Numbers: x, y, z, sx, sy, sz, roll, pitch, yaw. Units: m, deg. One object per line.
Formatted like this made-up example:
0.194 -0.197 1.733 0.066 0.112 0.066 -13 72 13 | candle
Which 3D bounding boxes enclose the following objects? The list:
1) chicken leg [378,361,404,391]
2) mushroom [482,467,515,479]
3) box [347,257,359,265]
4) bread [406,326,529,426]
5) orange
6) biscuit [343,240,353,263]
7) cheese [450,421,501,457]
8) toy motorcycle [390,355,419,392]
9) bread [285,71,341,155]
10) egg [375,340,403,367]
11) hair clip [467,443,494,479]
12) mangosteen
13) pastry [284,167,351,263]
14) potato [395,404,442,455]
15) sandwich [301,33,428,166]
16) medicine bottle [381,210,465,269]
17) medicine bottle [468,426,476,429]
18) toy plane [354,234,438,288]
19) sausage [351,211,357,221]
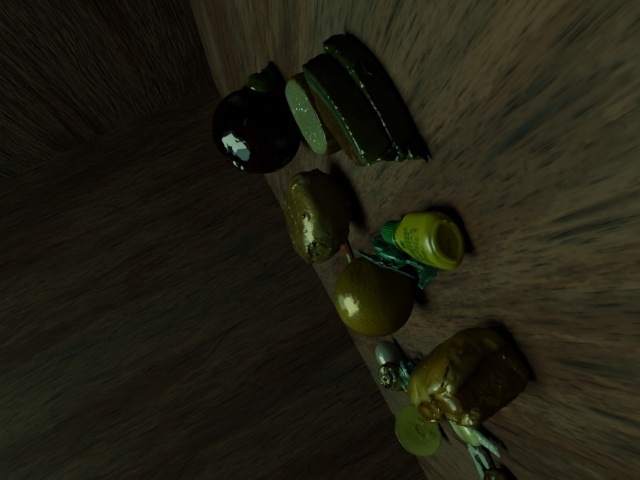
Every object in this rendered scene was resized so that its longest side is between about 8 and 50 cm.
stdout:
0.321 0.554 1.826 0.251 0.087 0.107 39 -145 -29 | chicken leg
0.508 0.702 1.324 0.170 0.080 0.135 146 106 -79 | mushroom
0.158 0.152 1.665 0.146 0.088 0.200 52 168 47 | box
0.282 0.287 0.983 0.149 0.195 0.344 55 168 17 | bread
0.146 0.150 1.276 0.236 0.236 0.236 60 172 15 | orange
0.106 0.036 1.842 0.048 0.026 0.292 -96 -12 -52 | biscuit
0.438 0.546 1.340 0.127 0.054 0.251 60 172 -5 | cheese
0.341 0.527 1.655 0.296 0.109 0.198 56 -175 -50 | toy motorcycle
-0.011 -0.326 1.215 0.236 0.070 0.236 60 170 17 | bread
0.278 0.468 1.899 0.135 0.103 0.103 54 169 25 | egg
0.509 0.717 1.481 0.140 0.054 0.220 -133 19 -77 | hair clip
-0.198 -0.400 1.594 0.306 0.359 0.306 29 -178 -1 | mangosteen
-0.001 -0.076 1.489 0.316 0.184 0.284 104 150 -59 | pastry
0.413 0.788 1.974 0.203 0.178 0.158 33 177 20 | potato
0.064 -0.240 0.885 0.292 0.109 0.212 62 171 -3 | sandwich
0.192 -0.009 0.960 0.309 0.076 0.111 -160 49 -78 | medicine bottle
0.347 0.413 1.277 0.161 0.111 0.296 55 169 12 | medicine bottle
0.185 0.037 1.114 0.235 0.096 0.060 26 149 47 | toy plane
0.093 -0.093 1.523 0.100 0.015 0.015 56 170 34 | sausage
